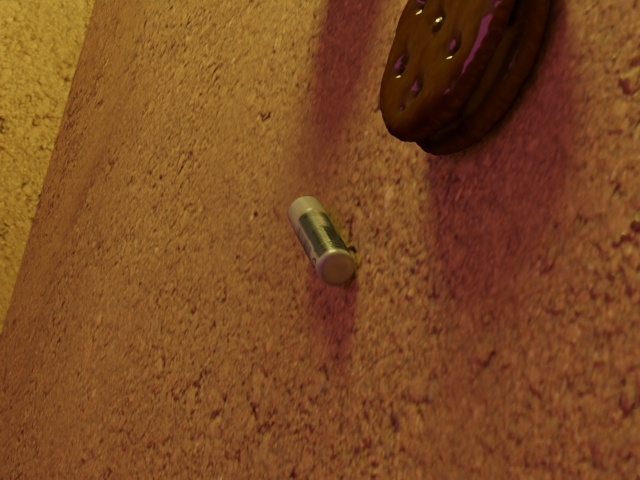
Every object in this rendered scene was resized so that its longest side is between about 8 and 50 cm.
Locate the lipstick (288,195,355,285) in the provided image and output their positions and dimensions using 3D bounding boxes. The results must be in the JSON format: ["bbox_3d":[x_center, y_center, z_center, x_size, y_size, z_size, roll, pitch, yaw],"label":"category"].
[{"bbox_3d":[0.000,0.000,1.423,0.040,0.040,0.141,-64,22,17],"label":"lipstick"}]

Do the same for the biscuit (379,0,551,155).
[{"bbox_3d":[0.122,-0.181,1.243,0.220,0.066,0.220,-50,30,42],"label":"biscuit"}]
